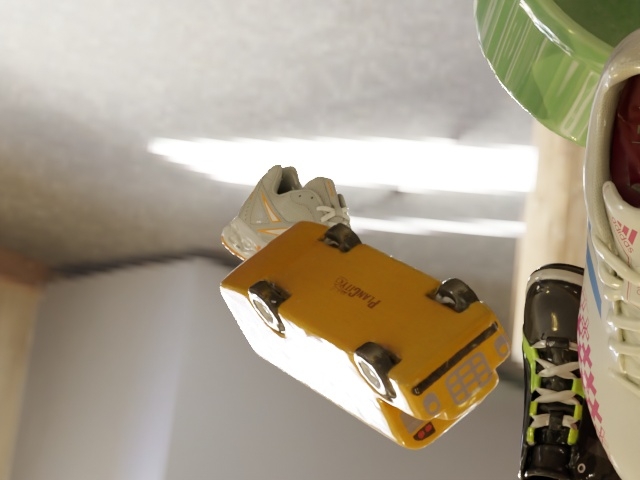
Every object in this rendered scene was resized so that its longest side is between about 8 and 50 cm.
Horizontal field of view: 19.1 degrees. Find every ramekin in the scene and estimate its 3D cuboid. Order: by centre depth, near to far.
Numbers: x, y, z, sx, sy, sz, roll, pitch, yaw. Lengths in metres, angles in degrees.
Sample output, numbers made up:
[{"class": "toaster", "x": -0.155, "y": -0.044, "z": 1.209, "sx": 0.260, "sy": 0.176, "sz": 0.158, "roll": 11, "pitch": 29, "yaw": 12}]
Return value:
[{"class": "ramekin", "x": 0.278, "y": -0.216, "z": 1.641, "sx": 0.303, "sy": 0.303, "sz": 0.148, "roll": 10, "pitch": 147, "yaw": -8}]

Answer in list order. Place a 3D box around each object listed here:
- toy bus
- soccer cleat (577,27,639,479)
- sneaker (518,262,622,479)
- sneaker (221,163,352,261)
[{"class": "toy bus", "x": 0.039, "y": 0.081, "z": 1.661, "sx": 0.332, "sy": 0.108, "sz": 0.130, "roll": 27, "pitch": 149, "yaw": 54}, {"class": "soccer cleat", "x": 0.214, "y": 0.025, "z": 1.244, "sx": 0.116, "sy": 0.331, "sz": 0.143, "roll": 0, "pitch": -170, "yaw": 20}, {"class": "sneaker", "x": 0.184, "y": 0.134, "z": 1.361, "sx": 0.084, "sy": 0.235, "sz": 0.097, "roll": -1, "pitch": -160, "yaw": 30}, {"class": "sneaker", "x": 0.000, "y": 0.000, "z": 2.011, "sx": 0.099, "sy": 0.121, "sz": 0.262, "roll": 15, "pitch": -166, "yaw": -48}]
